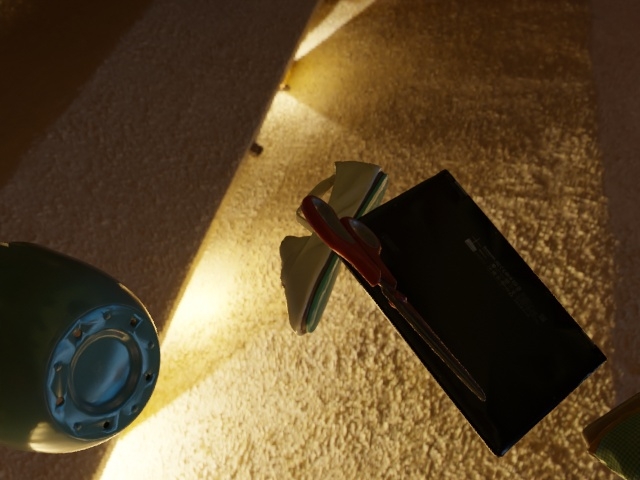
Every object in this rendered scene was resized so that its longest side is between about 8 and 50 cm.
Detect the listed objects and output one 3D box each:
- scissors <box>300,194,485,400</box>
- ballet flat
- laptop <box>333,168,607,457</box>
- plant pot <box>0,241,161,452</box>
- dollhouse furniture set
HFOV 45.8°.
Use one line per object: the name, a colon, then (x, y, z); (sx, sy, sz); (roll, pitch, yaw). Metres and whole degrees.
scissors: (0.061, 0.048, 0.772); (0.109, 0.021, 0.297); (26, -158, -37)
ballet flat: (0.000, 0.000, 1.391); (0.139, 0.139, 0.400); (17, -126, 16)
laptop: (0.237, 0.108, 1.227); (0.408, 0.236, 0.382); (-30, -106, -32)
plant pot: (-0.365, 0.158, 1.049); (0.235, 0.293, 0.293); (8, -140, 37)
dollhouse furniture set: (0.516, 0.206, 1.045); (0.302, 0.151, 0.197); (-29, -163, -12)
